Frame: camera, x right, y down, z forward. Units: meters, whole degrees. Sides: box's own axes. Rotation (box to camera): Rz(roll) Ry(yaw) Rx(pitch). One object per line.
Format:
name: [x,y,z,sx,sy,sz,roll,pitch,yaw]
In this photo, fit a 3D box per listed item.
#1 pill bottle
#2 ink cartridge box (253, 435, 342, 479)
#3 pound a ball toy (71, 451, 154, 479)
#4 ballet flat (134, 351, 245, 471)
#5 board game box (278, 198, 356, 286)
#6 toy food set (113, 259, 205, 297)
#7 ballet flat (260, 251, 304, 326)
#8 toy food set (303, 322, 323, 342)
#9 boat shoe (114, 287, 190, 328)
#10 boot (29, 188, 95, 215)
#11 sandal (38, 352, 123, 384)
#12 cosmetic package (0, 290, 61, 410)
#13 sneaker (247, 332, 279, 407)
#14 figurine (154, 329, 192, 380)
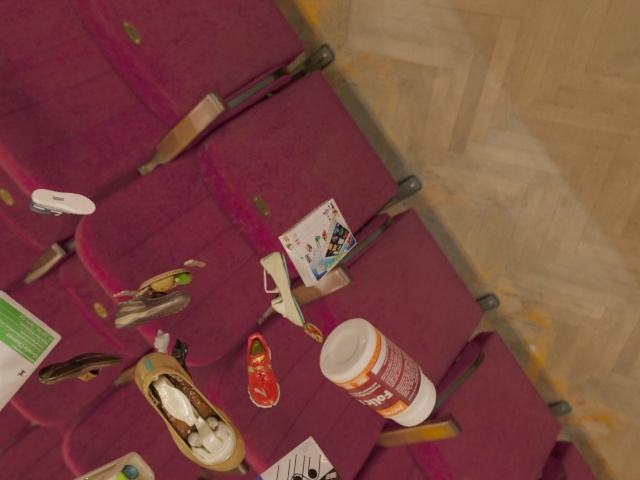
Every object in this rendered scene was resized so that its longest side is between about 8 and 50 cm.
pill bottle: [0.202,0.453,1.645,0.224,0.224,0.392,-24,126,38]
ink cartridge box: [-0.070,0.440,0.833,0.097,0.207,0.046,48,146,22]
pound a ball toy: [-0.653,0.800,1.512,0.319,0.135,0.208,-30,104,17]
ballet flat: [-0.179,0.258,0.688,0.232,0.080,0.073,55,162,-20]
board game box: [0.000,0.000,1.682,0.053,0.305,0.193,-20,104,38]
toy food set: [-0.357,0.103,1.126,0.192,0.132,0.038,-24,83,2]
ballet flat: [-0.117,0.152,1.428,0.086,0.086,0.248,-4,112,32]
toy food set: [-0.028,0.332,1.774,0.083,0.020,0.083,14,140,39]
boat shoe: [-0.651,0.234,1.853,0.356,0.132,0.130,-20,76,22]
boot: [-0.865,-0.116,1.642,0.190,0.069,0.086,16,145,-31]
sandal: [-0.639,0.351,1.310,0.090,0.219,0.060,12,101,28]
cosmetic package: [-0.815,0.321,1.123,0.155,0.365,0.197,-28,117,31]
sneaker: [-0.215,0.446,1.704,0.107,0.279,0.118,-14,136,-9]
figurine: [-0.599,0.477,1.962,0.215,0.092,0.209,14,105,40]
